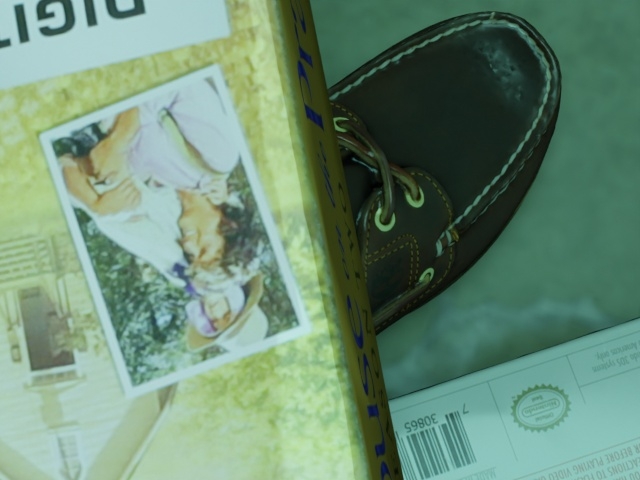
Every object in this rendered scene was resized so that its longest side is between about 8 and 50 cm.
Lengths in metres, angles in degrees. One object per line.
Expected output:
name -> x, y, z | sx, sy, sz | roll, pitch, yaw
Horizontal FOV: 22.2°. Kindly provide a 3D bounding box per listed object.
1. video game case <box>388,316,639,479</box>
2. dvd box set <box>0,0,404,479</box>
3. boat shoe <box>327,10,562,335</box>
video game case -> 0.116, 0.126, 0.488 | 0.232, 0.042, 0.210 | -18, 78, -9
dvd box set -> -0.129, 0.076, 0.406 | 0.307, 0.062, 0.420 | -13, 84, 11
boat shoe -> 0.000, 0.000, 0.495 | 0.073, 0.073, 0.207 | 44, 76, 9
